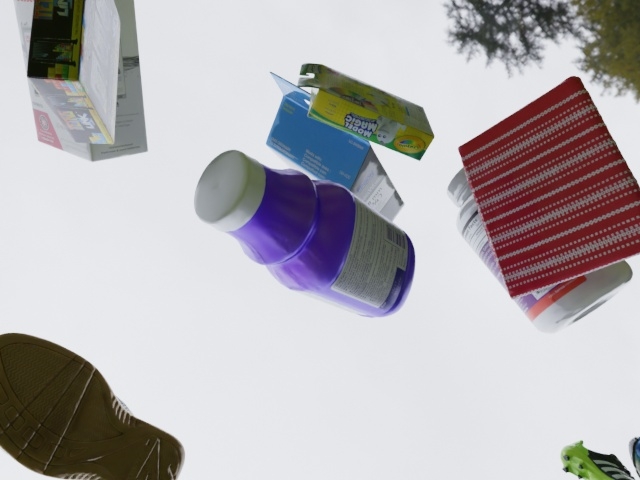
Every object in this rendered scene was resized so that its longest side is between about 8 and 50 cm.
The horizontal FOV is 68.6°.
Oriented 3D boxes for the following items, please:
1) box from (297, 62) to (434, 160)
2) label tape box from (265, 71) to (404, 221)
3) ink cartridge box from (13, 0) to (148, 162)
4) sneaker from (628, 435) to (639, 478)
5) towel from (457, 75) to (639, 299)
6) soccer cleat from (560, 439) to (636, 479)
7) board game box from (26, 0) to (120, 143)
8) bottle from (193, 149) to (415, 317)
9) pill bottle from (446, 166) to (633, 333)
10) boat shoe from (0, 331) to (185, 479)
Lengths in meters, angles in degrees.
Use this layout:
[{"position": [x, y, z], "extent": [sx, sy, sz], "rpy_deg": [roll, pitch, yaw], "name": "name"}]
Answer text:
[{"position": [0.052, -0.170, 0.604], "extent": [0.179, 0.043, 0.105], "rpy_deg": [21, -146, -12], "name": "box"}, {"position": [0.016, -0.159, 0.953], "extent": [0.240, 0.333, 0.106], "rpy_deg": [37, -91, 31], "name": "label tape box"}, {"position": [-0.424, -0.305, 0.832], "extent": [0.207, 0.283, 0.117], "rpy_deg": [21, -150, 32], "name": "ink cartridge box"}, {"position": [0.329, 0.202, 0.364], "extent": [0.162, 0.073, 0.063], "rpy_deg": [30, -171, 27], "name": "sneaker"}, {"position": [0.314, -0.075, 0.656], "extent": [0.031, 0.198, 0.275], "rpy_deg": [18, -127, -41], "name": "towel"}, {"position": [0.476, 0.383, 0.746], "extent": [0.072, 0.178, 0.060], "rpy_deg": [-17, -63, -29], "name": "soccer cleat"}, {"position": [-0.260, -0.212, 0.509], "extent": [0.048, 0.141, 0.171], "rpy_deg": [0, -104, -12], "name": "board game box"}, {"position": [0.000, 0.000, 0.485], "extent": [0.282, 0.092, 0.118], "rpy_deg": [27, -108, -48], "name": "bottle"}, {"position": [0.376, -0.007, 0.855], "extent": [0.181, 0.182, 0.323], "rpy_deg": [-11, -124, -34], "name": "pill bottle"}, {"position": [-0.258, 0.191, 0.485], "extent": [0.098, 0.096, 0.277], "rpy_deg": [-60, -42, -35], "name": "boat shoe"}]
